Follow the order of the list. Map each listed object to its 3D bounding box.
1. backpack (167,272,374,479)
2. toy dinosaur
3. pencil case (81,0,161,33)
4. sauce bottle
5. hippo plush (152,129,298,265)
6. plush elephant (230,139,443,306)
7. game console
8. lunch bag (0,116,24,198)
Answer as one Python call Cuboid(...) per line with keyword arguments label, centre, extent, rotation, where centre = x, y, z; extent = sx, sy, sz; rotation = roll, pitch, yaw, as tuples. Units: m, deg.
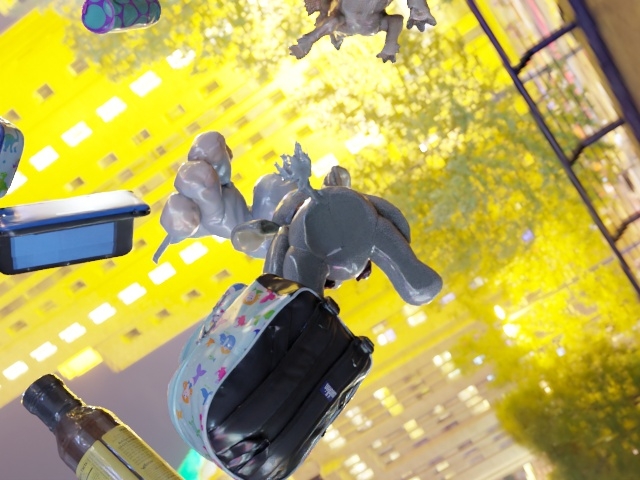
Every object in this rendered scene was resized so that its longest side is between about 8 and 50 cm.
Cuboid(label="backpack", centre=(-0.081, 0.192, 1.145), extent=(0.191, 0.253, 0.225), rotation=(11, 149, 46))
Cuboid(label="toy dinosaur", centre=(0.058, -0.334, 1.055), extent=(0.127, 0.296, 0.200), rotation=(21, -131, -29))
Cuboid(label="pencil case", centre=(-0.329, -0.380, 1.400), extent=(0.070, 0.064, 0.152), rotation=(37, -154, 7))
Cuboid(label="sauce bottle", centre=(-0.330, 0.339, 1.324), extent=(0.344, 0.111, 0.111), rotation=(39, -174, 20))
Cuboid(label="hippo plush", centre=(-0.166, -0.041, 1.600), extent=(0.237, 0.294, 0.234), rotation=(22, -161, -4))
Cuboid(label="plush elephant", centre=(0.000, 0.000, 1.444), extent=(0.330, 0.272, 0.255), rotation=(63, 171, -3))
Cuboid(label="game console", centre=(-0.512, 0.003, 1.747), extent=(0.250, 0.293, 0.173), rotation=(29, 126, 60))
Cuboid(label="lunch bag", centre=(-0.753, -0.202, 1.841), extent=(0.219, 0.176, 0.090), rotation=(27, -174, 28))
